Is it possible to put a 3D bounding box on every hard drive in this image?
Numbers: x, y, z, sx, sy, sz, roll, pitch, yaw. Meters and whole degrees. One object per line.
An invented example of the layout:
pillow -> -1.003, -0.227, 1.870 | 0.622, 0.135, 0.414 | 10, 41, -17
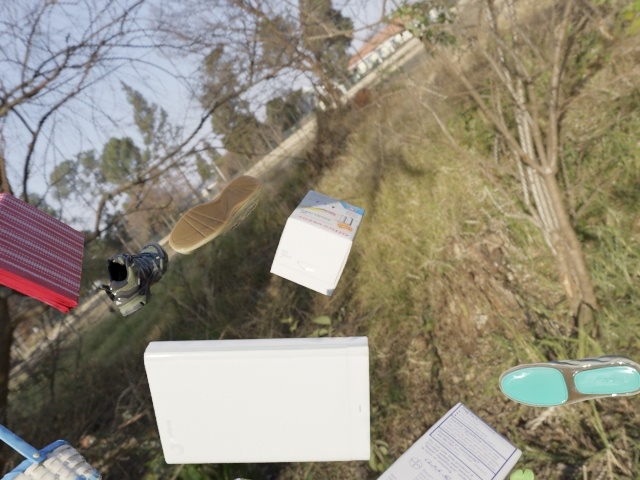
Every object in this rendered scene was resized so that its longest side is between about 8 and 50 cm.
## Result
hard drive -> -0.084, 0.236, 0.749 | 0.308, 0.203, 0.040 | -2, 22, 2

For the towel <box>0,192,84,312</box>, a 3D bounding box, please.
towel -> -0.583, 0.019, 1.050 | 0.031, 0.199, 0.275 | -45, 36, 11

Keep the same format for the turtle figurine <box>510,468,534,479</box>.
turtle figurine -> 0.537, 0.585, 1.124 | 0.275, 0.266, 0.198 | -33, 28, -1

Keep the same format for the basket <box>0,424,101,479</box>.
basket -> -0.628, 0.556, 1.123 | 0.289, 0.254, 0.201 | 15, 20, 27

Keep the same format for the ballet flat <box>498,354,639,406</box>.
ballet flat -> 0.401, 0.225, 0.828 | 0.213, 0.072, 0.068 | -11, -3, 23

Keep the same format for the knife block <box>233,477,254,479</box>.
knife block -> -0.047, 0.504, 0.772 | 0.276, 0.242, 0.088 | -12, 1, 38

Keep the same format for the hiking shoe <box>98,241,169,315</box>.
hiking shoe -> -0.422, 0.060, 1.174 | 0.086, 0.114, 0.226 | -22, 32, 16

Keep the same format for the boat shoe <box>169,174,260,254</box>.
boat shoe -> -0.267, -0.053, 1.357 | 0.302, 0.109, 0.098 | -48, -24, -33

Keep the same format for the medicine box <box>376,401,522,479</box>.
medicine box -> 0.207, 0.500, 0.967 | 0.289, 0.149, 0.263 | -21, -45, -42

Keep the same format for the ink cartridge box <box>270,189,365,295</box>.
ink cartridge box -> 0.000, 0.000, 1.358 | 0.232, 0.171, 0.168 | -61, -9, -64
